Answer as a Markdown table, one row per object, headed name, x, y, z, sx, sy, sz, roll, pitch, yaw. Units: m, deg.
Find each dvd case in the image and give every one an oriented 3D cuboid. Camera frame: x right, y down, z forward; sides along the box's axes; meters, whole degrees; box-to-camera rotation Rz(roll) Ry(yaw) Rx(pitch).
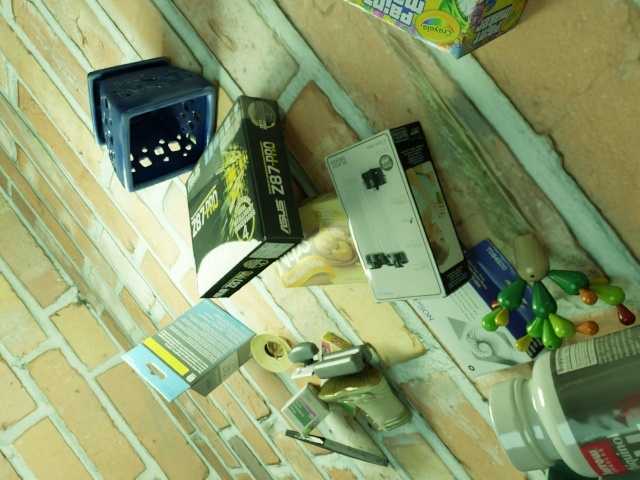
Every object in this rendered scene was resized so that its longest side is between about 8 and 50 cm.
| name | x | y | z | sx | sy | sz | roll | pitch | yaw |
| --- | --- | --- | --- | --- | --- | --- | --- | --- | --- |
| dvd case | 0.045 | 0.590 | 1.457 | 0.253 | 0.022 | 0.180 | 31 | 153 | -30 |

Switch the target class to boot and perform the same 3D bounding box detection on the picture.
| name | x | y | z | sx | sy | sz | roll | pitch | yaw |
| --- | --- | --- | --- | --- | --- | --- | --- | --- | --- |
| boot | 0.108 | 0.409 | 1.290 | 0.213 | 0.077 | 0.165 | -24 | 113 | 39 |

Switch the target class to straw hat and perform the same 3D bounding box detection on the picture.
| name | x | y | z | sx | sy | sz | roll | pitch | yaw |
| --- | --- | --- | --- | --- | --- | --- | --- | --- | --- |
| straw hat | -0.128 | 0.314 | 1.506 | 0.144 | 0.061 | 0.145 | 12 | 120 | 21 |

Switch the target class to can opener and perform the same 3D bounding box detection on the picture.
| name | x | y | z | sx | sy | sz | roll | pitch | yaw |
| --- | --- | --- | --- | --- | --- | --- | --- | --- | --- |
| can opener | 0.006 | 0.294 | 1.287 | 0.283 | 0.076 | 0.095 | -29 | 95 | 49 |

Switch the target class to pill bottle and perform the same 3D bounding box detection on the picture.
| name | x | y | z | sx | sy | sz | roll | pitch | yaw |
| --- | --- | --- | --- | --- | --- | --- | --- | --- | --- |
| pill bottle | 0.408 | 0.220 | 0.703 | 0.318 | 0.176 | 0.176 | -28 | 97 | 30 |

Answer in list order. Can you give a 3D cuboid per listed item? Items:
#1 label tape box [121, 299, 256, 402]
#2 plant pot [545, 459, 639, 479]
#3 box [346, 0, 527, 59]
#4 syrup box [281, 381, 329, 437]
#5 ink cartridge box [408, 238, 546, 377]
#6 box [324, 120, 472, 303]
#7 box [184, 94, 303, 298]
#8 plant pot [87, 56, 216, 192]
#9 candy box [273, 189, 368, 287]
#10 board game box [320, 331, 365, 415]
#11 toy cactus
| name | x | y | z | sx | sy | sz | roll | pitch | yaw |
| --- | --- | --- | --- | --- | --- | --- | --- | --- | --- |
| label tape box | -0.400 | 0.356 | 1.598 | 0.240 | 0.333 | 0.106 | 30 | 136 | 28 |
| plant pot | 0.516 | 0.446 | 0.804 | 0.252 | 0.247 | 0.248 | 20 | 133 | 14 |
| box | 0.125 | -0.417 | 0.589 | 0.290 | 0.177 | 0.279 | 37 | 139 | 20 |
| syrup box | -0.038 | 0.462 | 1.417 | 0.093 | 0.096 | 0.237 | 46 | 172 | 9 |
| ink cartridge box | 0.292 | 0.135 | 0.943 | 0.223 | 0.045 | 0.224 | 50 | 142 | 5 |
| box | 0.134 | -0.041 | 0.903 | 0.169 | 0.087 | 0.290 | -15 | 96 | 50 |
| box | -0.189 | -0.075 | 1.139 | 0.395 | 0.097 | 0.318 | -35 | 58 | 52 |
| plant pot | -0.405 | -0.289 | 1.206 | 0.212 | 0.236 | 0.236 | 44 | 142 | 24 |
| candy box | 0.000 | 0.000 | 1.108 | 0.316 | 0.087 | 0.183 | -10 | 109 | 50 |
| board game box | 0.057 | 0.369 | 1.379 | 0.124 | 0.039 | 0.259 | 27 | 137 | 30 |
| toy cactus | 0.353 | 0.078 | 0.804 | 0.219 | 0.112 | 0.181 | -24 | 76 | 47 |
